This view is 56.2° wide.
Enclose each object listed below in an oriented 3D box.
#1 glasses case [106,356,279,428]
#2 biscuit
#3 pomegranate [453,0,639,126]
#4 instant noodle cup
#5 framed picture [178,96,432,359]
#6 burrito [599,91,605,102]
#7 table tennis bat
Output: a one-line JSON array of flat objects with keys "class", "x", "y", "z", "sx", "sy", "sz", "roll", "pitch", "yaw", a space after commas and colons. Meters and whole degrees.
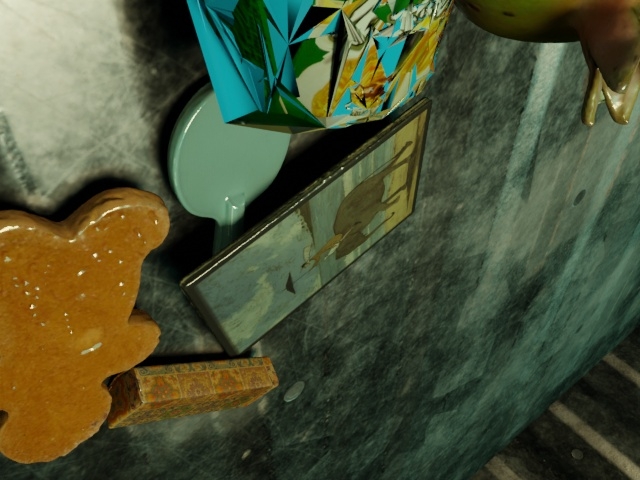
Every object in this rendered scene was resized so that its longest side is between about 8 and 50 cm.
[{"class": "glasses case", "x": -0.156, "y": 0.185, "z": 0.755, "sx": 0.075, "sy": 0.049, "sz": 0.218, "roll": -38, "pitch": 153, "yaw": 30}, {"class": "biscuit", "x": -0.254, "y": 0.096, "z": 0.573, "sx": 0.205, "sy": 0.049, "sz": 0.324, "roll": -16, "pitch": 133, "yaw": -37}, {"class": "pomegranate", "x": 0.228, "y": -0.282, "z": 0.496, "sx": 0.290, "sy": 0.323, "sz": 0.291, "roll": -12, "pitch": 143, "yaw": -9}, {"class": "instant noodle cup", "x": 0.003, "y": -0.203, "z": 0.431, "sx": 0.240, "sy": 0.240, "sz": 0.178, "roll": -34, "pitch": 150, "yaw": -21}, {"class": "framed picture", "x": 0.000, "y": 0.000, "z": 0.741, "sx": 0.347, "sy": 0.016, "sz": 0.265, "roll": -38, "pitch": 157, "yaw": -15}, {"class": "burrito", "x": 0.495, "y": -0.288, "z": 1.031, "sx": 0.074, "sy": 0.044, "sz": 0.118, "roll": -19, "pitch": 134, "yaw": -32}, {"class": "table tennis bat", "x": -0.091, "y": -0.059, "z": 0.616, "sx": 0.149, "sy": 0.038, "sz": 0.237, "roll": -29, "pitch": 140, "yaw": -40}]
